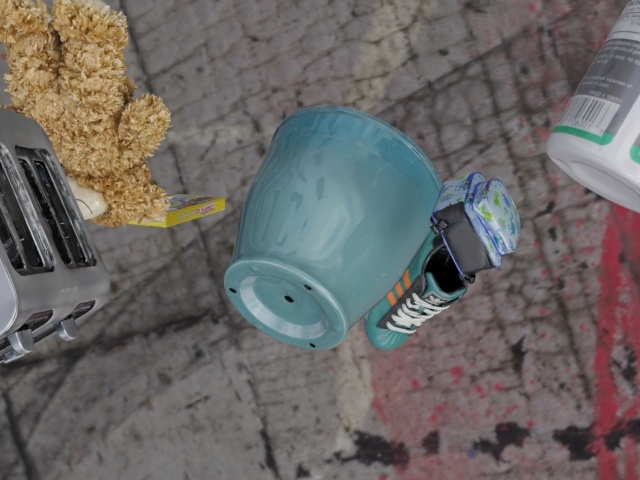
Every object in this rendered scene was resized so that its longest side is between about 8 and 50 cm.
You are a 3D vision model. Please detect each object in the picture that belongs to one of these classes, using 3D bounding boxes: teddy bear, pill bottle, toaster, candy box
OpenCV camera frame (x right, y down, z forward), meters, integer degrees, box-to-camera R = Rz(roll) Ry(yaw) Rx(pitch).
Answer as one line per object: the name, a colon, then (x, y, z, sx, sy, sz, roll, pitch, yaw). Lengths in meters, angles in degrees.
teddy bear: (-0.286, -0.142, 1.219, 0.245, 0.113, 0.338, 14, 134, -1)
pill bottle: (0.480, -0.229, 1.413, 0.204, 0.204, 0.361, 31, 89, 27)
toaster: (-0.240, -0.003, 0.706, 0.110, 0.168, 0.186, -24, 87, 8)
candy box: (-0.260, -0.054, 1.811, 0.105, 0.206, 0.027, 3, 101, 23)

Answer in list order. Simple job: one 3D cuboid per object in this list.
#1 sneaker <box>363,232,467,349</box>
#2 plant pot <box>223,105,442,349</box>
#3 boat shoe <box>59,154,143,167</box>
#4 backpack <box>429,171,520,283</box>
sneaker: (0.165, 0.079, 1.706, 0.302, 0.108, 0.121, -63, 27, 27)
plant pot: (0.000, 0.000, 1.431, 0.271, 0.255, 0.272, 20, 145, 15)
boat shoe: (-0.449, -0.103, 1.794, 0.132, 0.130, 0.355, 42, 97, 7)
backpack: (0.191, -0.027, 1.249, 0.084, 0.114, 0.105, -21, 115, 25)
